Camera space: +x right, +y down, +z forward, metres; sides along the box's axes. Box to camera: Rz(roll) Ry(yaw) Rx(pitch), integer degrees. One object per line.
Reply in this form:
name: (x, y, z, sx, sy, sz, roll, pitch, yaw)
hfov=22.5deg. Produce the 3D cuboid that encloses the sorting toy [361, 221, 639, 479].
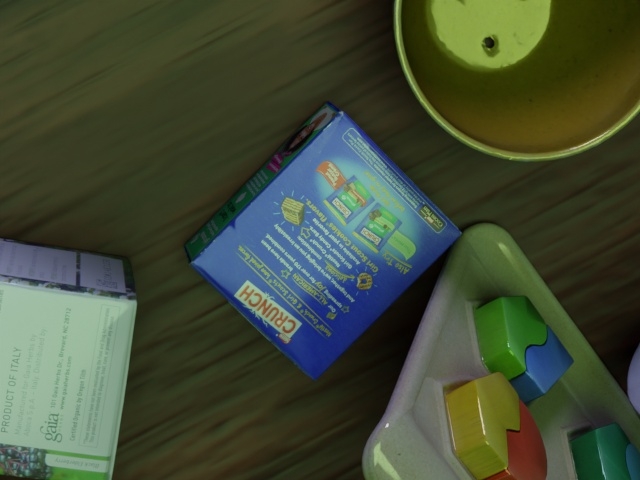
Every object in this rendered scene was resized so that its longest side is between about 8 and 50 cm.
sorting toy: (0.111, 0.108, 0.782, 0.038, 0.208, 0.193, -28, 106, 32)

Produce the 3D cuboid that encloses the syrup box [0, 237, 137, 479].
syrup box: (-0.211, 0.044, 0.764, 0.237, 0.093, 0.096, 8, 100, -10)

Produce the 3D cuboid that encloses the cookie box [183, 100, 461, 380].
cookie box: (0.000, 0.000, 0.815, 0.107, 0.040, 0.092, -45, 104, 1)

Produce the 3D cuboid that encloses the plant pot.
plant pot: (0.092, -0.110, 0.780, 0.134, 0.095, 0.134, -2, 100, -9)

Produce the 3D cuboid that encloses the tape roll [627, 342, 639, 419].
tape roll: (0.262, 0.054, 0.775, 0.219, 0.219, 0.072, -32, 104, -2)
